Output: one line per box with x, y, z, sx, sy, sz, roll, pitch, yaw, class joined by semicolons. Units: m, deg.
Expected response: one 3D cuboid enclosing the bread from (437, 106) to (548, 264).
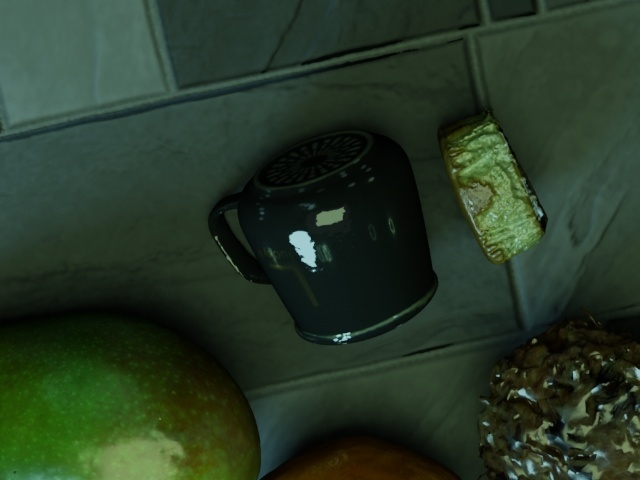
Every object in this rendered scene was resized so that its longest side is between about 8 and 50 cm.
0.161;-0.055;1.703;0.069;0.128;0.140;-25;99;7;bread

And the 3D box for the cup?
0.000;0.000;1.707;0.223;0.169;0.177;-6;118;35;cup

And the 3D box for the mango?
-0.240;0.173;1.715;0.381;0.201;0.225;13;98;11;mango

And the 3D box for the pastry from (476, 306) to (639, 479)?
0.279;0.197;1.737;0.274;0.193;0.275;3;106;11;pastry

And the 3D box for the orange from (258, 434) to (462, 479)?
0.038;0.332;1.758;0.283;0.226;0.284;-2;110;-6;orange
